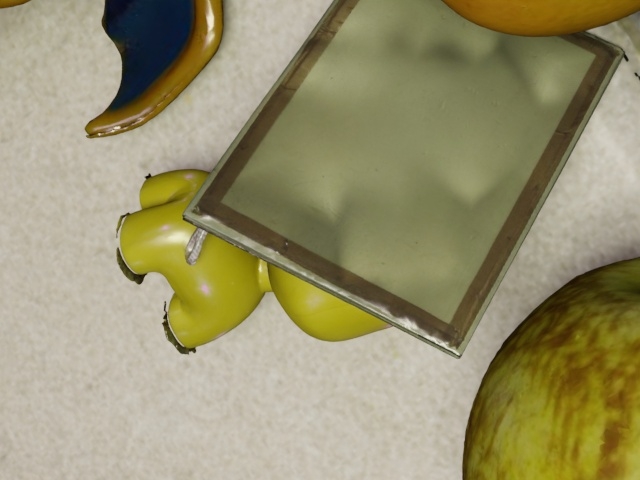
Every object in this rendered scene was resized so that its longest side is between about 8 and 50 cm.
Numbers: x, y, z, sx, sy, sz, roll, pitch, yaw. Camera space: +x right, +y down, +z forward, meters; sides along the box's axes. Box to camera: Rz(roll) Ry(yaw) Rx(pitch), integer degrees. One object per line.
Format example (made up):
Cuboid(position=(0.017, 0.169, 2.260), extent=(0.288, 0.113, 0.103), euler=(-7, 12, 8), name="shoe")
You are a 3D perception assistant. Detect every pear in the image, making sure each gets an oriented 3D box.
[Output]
Cuboid(position=(0.209, 0.136, 0.565), extent=(0.284, 0.283, 0.283), euler=(2, 97, 17), name="pear")

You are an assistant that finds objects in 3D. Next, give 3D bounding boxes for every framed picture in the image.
Cuboid(position=(0.053, -0.063, 0.643), extent=(0.173, 0.010, 0.231), euler=(28, 64, 12), name="framed picture")

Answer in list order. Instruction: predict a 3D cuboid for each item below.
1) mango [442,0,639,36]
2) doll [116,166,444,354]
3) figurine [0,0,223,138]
Cuboid(position=(0.119, -0.290, 0.568), extent=(0.264, 0.221, 0.378), euler=(14, 90, 21), name="mango")
Cuboid(position=(0.000, 0.000, 0.686), extent=(0.221, 0.143, 0.135), euler=(-9, 125, 23), name="doll")
Cuboid(position=(-0.195, -0.286, 0.624), extent=(0.387, 0.268, 0.401), euler=(-39, 81, 26), name="figurine")
